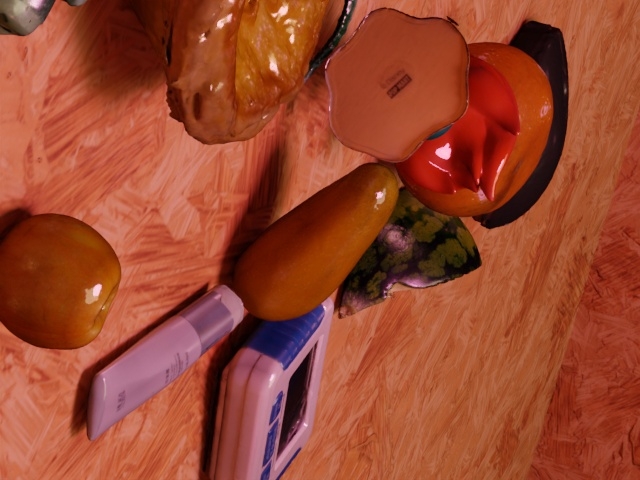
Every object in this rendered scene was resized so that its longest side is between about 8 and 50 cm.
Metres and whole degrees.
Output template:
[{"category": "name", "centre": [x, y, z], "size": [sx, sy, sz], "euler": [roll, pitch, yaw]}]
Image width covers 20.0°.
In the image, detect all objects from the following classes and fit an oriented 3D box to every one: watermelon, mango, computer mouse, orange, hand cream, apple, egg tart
[{"category": "watermelon", "centre": [0.147, 0.023, 2.431], "size": [0.303, 0.128, 0.159], "euler": [-25, 135, -64]}, {"category": "mango", "centre": [0.000, 0.000, 1.927], "size": [0.227, 0.099, 0.136], "euler": [-44, -178, 24]}, {"category": "computer mouse", "centre": [0.308, -0.163, 2.698], "size": [0.183, 0.116, 0.323], "euler": [-41, 148, -63]}, {"category": "orange", "centre": [0.188, -0.140, 2.284], "size": [0.240, 0.171, 0.240], "euler": [-49, 158, -28]}, {"category": "hand cream", "centre": [-0.158, 0.117, 1.810], "size": [0.255, 0.048, 0.079], "euler": [-36, 140, -53]}, {"category": "apple", "centre": [-0.213, 0.037, 1.459], "size": [0.099, 0.102, 0.114], "euler": [-43, 152, -54]}, {"category": "egg tart", "centre": [-0.063, -0.244, 1.512], "size": [0.341, 0.129, 0.341], "euler": [-57, 159, -35]}]

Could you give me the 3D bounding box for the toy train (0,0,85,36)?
[{"category": "toy train", "centre": [-0.167, -0.264, 1.084], "size": [0.298, 0.194, 0.120], "euler": [-63, 163, -10]}]

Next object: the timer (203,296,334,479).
[{"category": "timer", "centre": [-0.063, 0.184, 2.111], "size": [0.178, 0.078, 0.253], "euler": [-52, 158, -46]}]

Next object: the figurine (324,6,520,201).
[{"category": "figurine", "centre": [0.116, -0.146, 1.984], "size": [0.257, 0.208, 0.181], "euler": [1, 99, -74]}]

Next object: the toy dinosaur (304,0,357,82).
[{"category": "toy dinosaur", "centre": [0.074, -0.329, 1.897], "size": [0.129, 0.076, 0.383], "euler": [-9, 117, -61]}]
